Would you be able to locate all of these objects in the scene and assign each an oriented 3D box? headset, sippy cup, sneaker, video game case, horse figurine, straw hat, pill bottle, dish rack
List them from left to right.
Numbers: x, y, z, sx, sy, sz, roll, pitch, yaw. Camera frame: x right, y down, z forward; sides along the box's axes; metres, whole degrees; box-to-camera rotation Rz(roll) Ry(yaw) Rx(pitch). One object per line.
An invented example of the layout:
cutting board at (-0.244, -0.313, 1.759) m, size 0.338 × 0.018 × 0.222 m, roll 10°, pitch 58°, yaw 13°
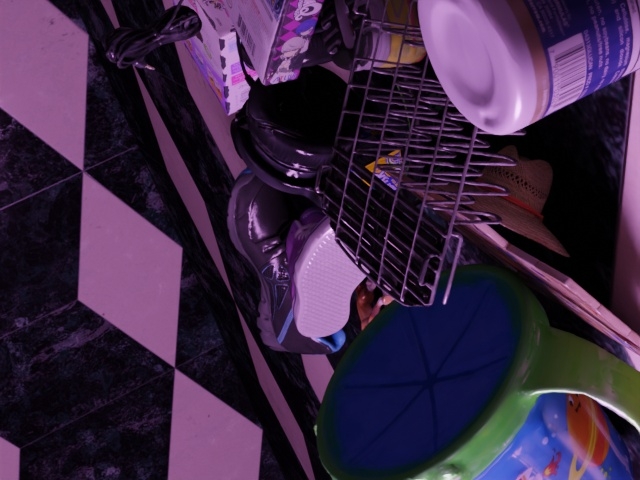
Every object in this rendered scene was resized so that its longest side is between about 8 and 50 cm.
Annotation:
video game case at (-0.056, -0.288, 0.971) m, size 0.232 × 0.041 × 0.210 m, roll 65°, pitch 154°, yaw 25°
headset at (-0.044, -0.159, 1.141) m, size 0.394 × 0.185 × 0.243 m, roll 34°, pitch 137°, yaw 37°
sneaker at (-0.044, 0.032, 1.798) m, size 0.139 × 0.125 × 0.341 m, roll 9°, pitch 127°, yaw 39°
sneaker at (-0.001, 0.000, 1.545) m, size 0.282 × 0.102 × 0.161 m, roll 113°, pitch 152°, yaw -55°
sneaker at (0.041, -0.237, 0.981) m, size 0.081 × 0.094 × 0.209 m, roll -28°, pitch 66°, yaw 51°
horse figurine at (0.112, 0.169, 1.509) m, size 0.263 × 0.066 × 0.174 m, roll 65°, pitch 161°, yaw 3°
dish rack at (0.082, -0.094, 0.840) m, size 0.208 × 0.074 × 0.272 m, roll 46°, pitch 128°, yaw 55°
sippy cup at (0.153, 0.178, 1.005) m, size 0.224 × 0.240 × 0.305 m, roll 44°, pitch 176°, yaw -26°
straw hat at (0.157, -0.043, 0.920) m, size 0.144 × 0.061 × 0.144 m, roll 28°, pitch -174°, yaw -3°
pill bottle at (0.144, -0.130, 0.590) m, size 0.094 × 0.169 × 0.094 m, roll 57°, pitch 164°, yaw 25°

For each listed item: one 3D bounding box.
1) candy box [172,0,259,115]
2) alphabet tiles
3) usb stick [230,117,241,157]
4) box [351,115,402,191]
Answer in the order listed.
candy box at (-0.141, -0.296, 1.561) m, size 0.165 × 0.070 × 0.196 m, roll 58°, pitch 166°, yaw 20°
alphabet tiles at (0.169, 0.022, 0.927) m, size 0.198 × 0.009 × 0.237 m, roll 36°, pitch -179°, yaw -30°
usb stick at (-0.083, -0.156, 1.668) m, size 0.278 × 0.045 × 0.077 m, roll -171°, pitch 64°, yaw -74°
box at (0.031, -0.113, 1.296) m, size 0.169 × 0.054 × 0.059 m, roll 50°, pitch 161°, yaw 45°
